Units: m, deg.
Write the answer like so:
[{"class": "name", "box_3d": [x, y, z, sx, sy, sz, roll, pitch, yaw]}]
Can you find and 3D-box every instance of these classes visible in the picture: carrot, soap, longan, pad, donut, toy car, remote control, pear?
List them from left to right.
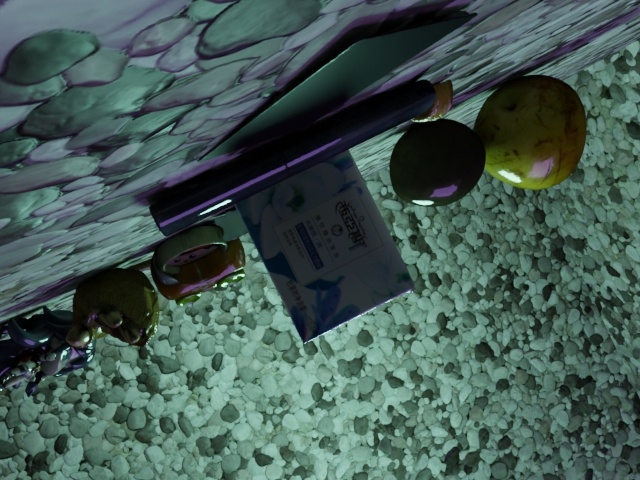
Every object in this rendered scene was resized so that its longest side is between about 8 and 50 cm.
[{"class": "carrot", "box_3d": [-0.411, 0.048, 1.581, 0.254, 0.049, 0.049, -22, 180, -25]}, {"class": "toy car", "box_3d": [-0.296, 0.036, 1.376, 0.235, 0.145, 0.235, -23, 161, -8]}, {"class": "soap", "box_3d": [-0.152, -0.056, 1.376, 0.114, 0.063, 0.198, -27, -178, 15]}, {"class": "remote control", "box_3d": [-0.034, -0.106, 0.760, 0.377, 0.044, 0.107, -26, 177, -10]}, {"class": "pad", "box_3d": [0.002, -0.138, 0.560, 0.159, 0.009, 0.265, -28, -176, -39]}, {"class": "donut", "box_3d": [0.158, -0.211, 0.917, 0.083, 0.067, 0.038, 17, -142, 37]}, {"class": "longan", "box_3d": [0.278, -0.183, 1.447, 0.246, 0.215, 0.246, -12, 162, -4]}, {"class": "pear", "box_3d": [0.516, -0.262, 1.481, 0.280, 0.281, 0.281, -26, -178, 1]}]

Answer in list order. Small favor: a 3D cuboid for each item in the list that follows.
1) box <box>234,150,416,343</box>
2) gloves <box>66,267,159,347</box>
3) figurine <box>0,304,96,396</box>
[{"class": "box", "box_3d": [0.000, 0.000, 0.989, 0.203, 0.274, 0.116, -26, 180, -4]}, {"class": "gloves", "box_3d": [-0.468, 0.147, 1.339, 0.203, 0.155, 0.356, -19, -165, -20]}, {"class": "figurine", "box_3d": [-0.683, 0.265, 1.463, 0.175, 0.197, 0.265, -24, 162, 27]}]
